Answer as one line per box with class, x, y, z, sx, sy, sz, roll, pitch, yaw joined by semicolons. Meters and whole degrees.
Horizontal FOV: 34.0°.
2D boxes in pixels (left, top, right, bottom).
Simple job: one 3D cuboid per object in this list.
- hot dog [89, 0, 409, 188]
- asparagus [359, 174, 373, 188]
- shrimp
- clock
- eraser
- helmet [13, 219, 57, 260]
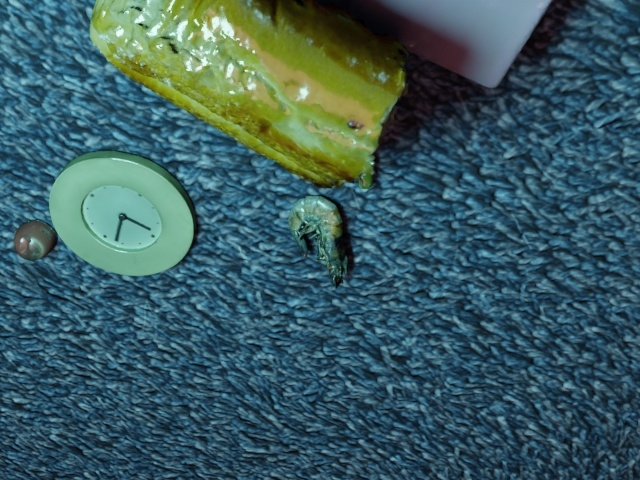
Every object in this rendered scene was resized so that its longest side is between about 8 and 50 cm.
hot dog;-0.095;-0.226;1.278;0.366;0.196;0.367;25;174;-11
asparagus;0.073;-0.176;1.452;0.025;0.024;0.248;6;128;0
shrimp;0.000;0.000;1.610;0.091;0.034;0.161;2;123;27
clock;-0.311;-0.041;1.652;0.235;0.029;0.235;5;129;7
eraser;0.173;-0.386;1.198;0.272;0.122;0.359;25;130;-7
helmet;-0.475;0.009;1.713;0.065;0.049;0.084;41;125;-21
